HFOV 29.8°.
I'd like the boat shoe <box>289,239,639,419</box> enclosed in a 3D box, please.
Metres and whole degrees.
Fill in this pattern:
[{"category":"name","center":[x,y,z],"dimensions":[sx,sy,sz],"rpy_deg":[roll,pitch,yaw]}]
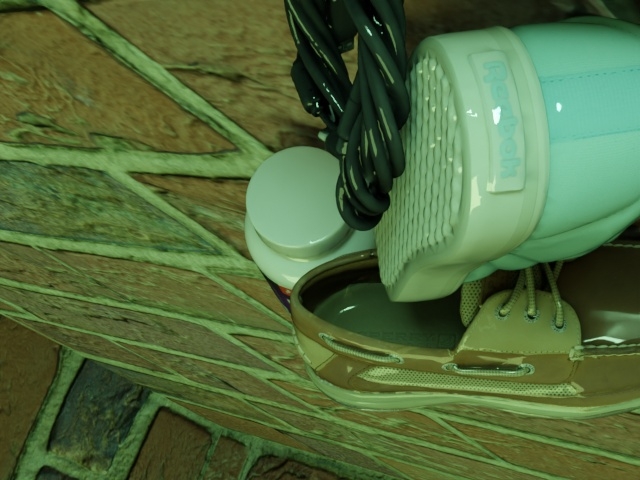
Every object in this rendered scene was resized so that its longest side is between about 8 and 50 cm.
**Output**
[{"category":"boat shoe","center":[0.129,0.051,0.821],"dimensions":[0.324,0.123,0.116],"rpy_deg":[-10,145,16]}]

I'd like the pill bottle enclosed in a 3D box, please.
[{"category":"pill bottle","center":[0.000,0.000,0.951],"dimensions":[0.108,0.108,0.193],"rpy_deg":[18,164,16]}]

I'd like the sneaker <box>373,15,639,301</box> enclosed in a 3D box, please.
[{"category":"sneaker","center":[0.109,-0.036,0.658],"dimensions":[0.150,0.135,0.366],"rpy_deg":[-5,-179,-5]}]

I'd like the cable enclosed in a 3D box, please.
[{"category":"cable","center":[0.009,-0.088,0.589],"dimensions":[0.047,0.150,0.184],"rpy_deg":[-8,162,-7]}]
